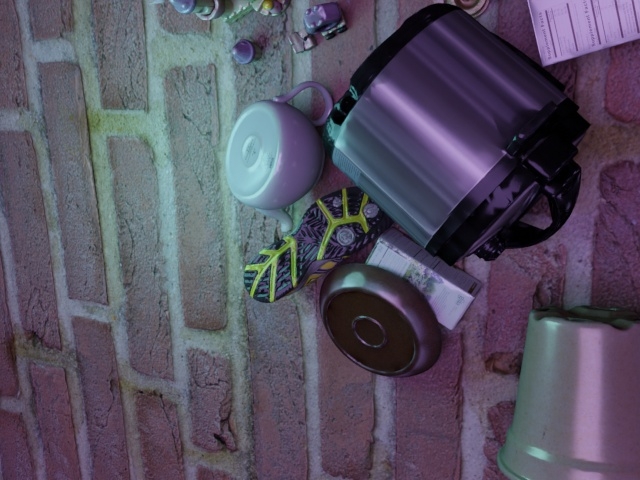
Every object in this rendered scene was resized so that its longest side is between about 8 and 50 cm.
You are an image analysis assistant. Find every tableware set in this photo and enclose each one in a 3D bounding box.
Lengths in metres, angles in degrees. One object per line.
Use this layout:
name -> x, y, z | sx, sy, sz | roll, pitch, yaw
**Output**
tableware set -> 0.258, -0.522, 1.217 | 0.128, 0.039, 0.194 | -31, 89, 27

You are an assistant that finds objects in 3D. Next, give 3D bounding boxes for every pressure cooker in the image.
pressure cooker -> 0.260, -0.157, 1.129 | 0.420, 0.370, 0.375 | 45, 120, 11

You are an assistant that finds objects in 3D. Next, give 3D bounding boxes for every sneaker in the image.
sneaker -> 0.000, 0.000, 1.423 | 0.385, 0.147, 0.145 | -31, 84, 9

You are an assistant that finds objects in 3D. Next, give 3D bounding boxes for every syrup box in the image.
syrup box -> 0.220, 0.080, 1.359 | 0.237, 0.096, 0.093 | 33, 116, 13

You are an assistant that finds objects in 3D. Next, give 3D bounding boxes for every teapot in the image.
teapot -> -0.077, -0.185, 1.382 | 0.256, 0.187, 0.252 | -32, 61, 44

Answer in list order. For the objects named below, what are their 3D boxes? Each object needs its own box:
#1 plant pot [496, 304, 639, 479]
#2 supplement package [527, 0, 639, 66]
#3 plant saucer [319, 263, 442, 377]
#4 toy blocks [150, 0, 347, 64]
plant pot -> 0.508, 0.287, 1.184 | 0.334, 0.334, 0.305 | 2, 93, 24
supplement package -> 0.498, -0.404, 1.081 | 0.244, 0.139, 0.133 | -11, 103, 27
plant saucer -> 0.119, 0.194, 1.402 | 0.311, 0.050, 0.310 | 20, 130, 25
toy blocks -> -0.157, -0.522, 1.280 | 0.289, 0.260, 0.309 | -22, 94, 27
